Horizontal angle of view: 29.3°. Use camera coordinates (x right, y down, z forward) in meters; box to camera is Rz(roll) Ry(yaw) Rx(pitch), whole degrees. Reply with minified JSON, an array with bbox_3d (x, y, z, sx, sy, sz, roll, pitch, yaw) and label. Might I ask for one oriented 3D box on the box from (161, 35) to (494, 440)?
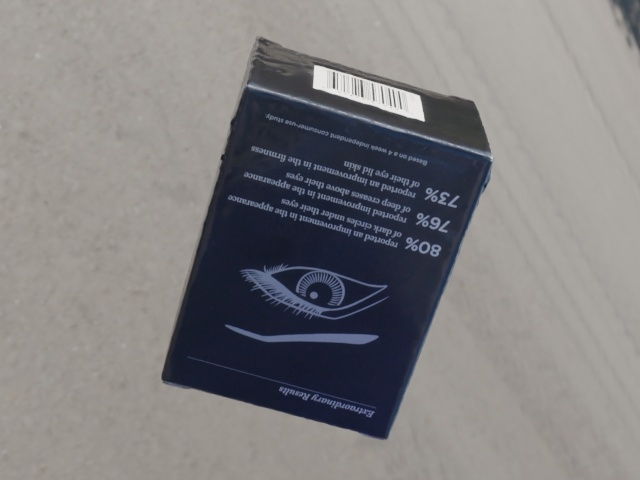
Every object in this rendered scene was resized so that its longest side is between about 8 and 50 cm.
[{"bbox_3d":[0.000,0.000,0.770,0.108,0.153,0.207,-89,-163,-66],"label":"box"}]
